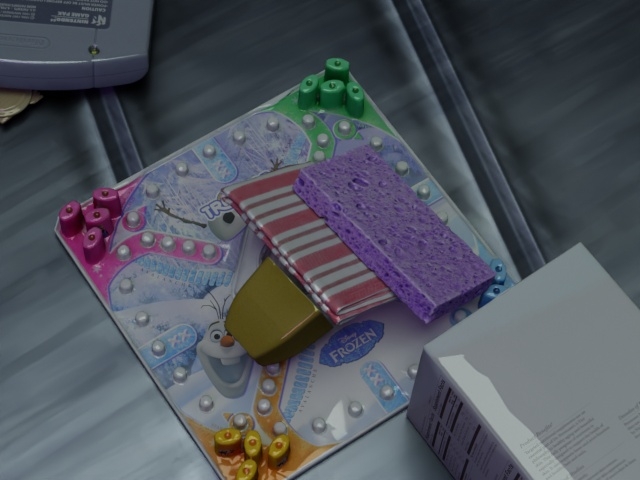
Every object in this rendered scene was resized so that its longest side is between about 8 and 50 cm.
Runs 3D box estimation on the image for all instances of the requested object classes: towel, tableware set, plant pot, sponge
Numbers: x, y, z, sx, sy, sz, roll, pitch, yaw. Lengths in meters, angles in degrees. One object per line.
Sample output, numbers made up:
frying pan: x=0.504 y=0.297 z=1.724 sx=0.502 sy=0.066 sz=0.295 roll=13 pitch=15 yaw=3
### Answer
towel: x=0.000 y=0.000 z=1.640 sx=0.144 sy=0.029 sz=0.197 roll=-18 pitch=58 yaw=-48
tableware set: x=-0.380 y=-0.211 z=1.824 sx=0.169 sy=0.020 sz=0.141 roll=27 pitch=63 yaw=12
plant pot: x=-0.049 y=0.081 z=1.605 sx=0.083 sy=0.081 sz=0.081 roll=-44 pitch=72 yaw=-3
sponge: x=0.078 y=-0.010 z=1.654 sx=0.210 sy=0.031 sz=0.117 roll=46 pitch=39 yaw=20

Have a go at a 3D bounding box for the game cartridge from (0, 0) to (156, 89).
game cartridge: x=-0.338 y=-0.261 z=1.813 sx=0.294 sy=0.060 sz=0.196 roll=5 pitch=51 yaw=-4

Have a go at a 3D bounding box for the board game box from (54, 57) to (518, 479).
board game box: x=-0.027 y=0.025 z=1.705 sx=0.390 sy=0.050 sz=0.390 roll=-30 pitch=69 yaw=-17

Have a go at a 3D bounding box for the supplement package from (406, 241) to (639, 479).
supplement package: x=0.246 y=0.187 z=1.553 sx=0.199 sy=0.198 sz=0.262 roll=-32 pitch=69 yaw=-17
